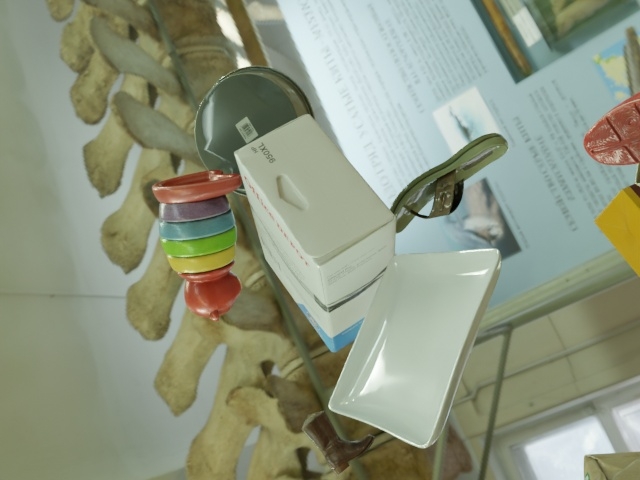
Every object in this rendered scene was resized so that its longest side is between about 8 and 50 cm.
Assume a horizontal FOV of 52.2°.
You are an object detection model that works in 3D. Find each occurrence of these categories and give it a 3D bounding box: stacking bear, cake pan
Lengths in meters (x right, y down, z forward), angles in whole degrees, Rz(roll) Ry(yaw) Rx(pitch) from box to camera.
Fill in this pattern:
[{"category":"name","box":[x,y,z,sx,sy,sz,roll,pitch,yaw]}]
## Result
[{"category":"stacking bear","box":[-0.235,0.017,1.325,0.164,0.175,0.289,-15,-74,-26]},{"category":"cake pan","box":[-0.155,-0.240,1.447,0.293,0.293,0.054,61,-160,2]}]

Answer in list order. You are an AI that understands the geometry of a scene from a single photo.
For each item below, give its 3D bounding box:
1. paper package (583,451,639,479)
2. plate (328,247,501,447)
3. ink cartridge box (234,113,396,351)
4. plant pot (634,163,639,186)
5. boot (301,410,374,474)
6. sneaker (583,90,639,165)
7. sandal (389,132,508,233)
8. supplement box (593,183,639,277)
[{"category":"paper package","box":[0.720,0.616,1.336,0.168,0.310,0.324,-42,-59,-70]},{"category":"plate","box":[0.139,0.146,0.950,0.045,0.277,0.278,29,-105,-20]},{"category":"ink cartridge box","box":[0.000,0.000,1.261,0.285,0.166,0.395,52,166,27]},{"category":"plant pot","box":[0.664,-0.134,1.207,0.096,0.109,0.109,33,-117,-28]},{"category":"boot","box":[0.031,0.347,1.184,0.106,0.037,0.114,-33,-97,-33]},{"category":"sneaker","box":[0.446,-0.180,0.824,0.087,0.221,0.128,53,-140,-14]},{"category":"sandal","box":[0.262,-0.105,1.349,0.086,0.303,0.120,61,-159,20]},{"category":"supplement box","box":[0.731,-0.036,1.367,0.191,0.194,0.129,59,160,23]}]
